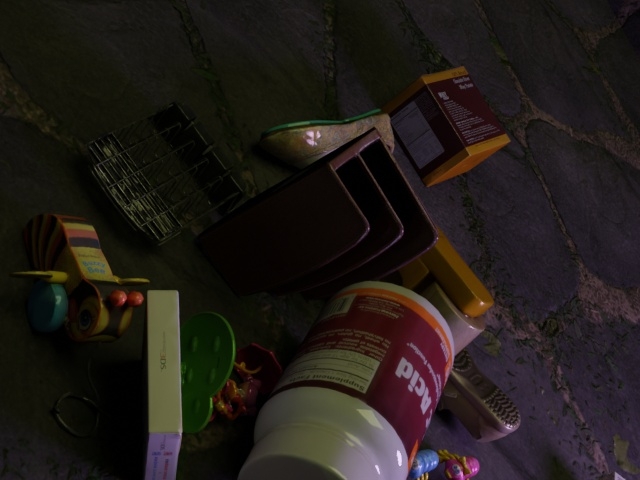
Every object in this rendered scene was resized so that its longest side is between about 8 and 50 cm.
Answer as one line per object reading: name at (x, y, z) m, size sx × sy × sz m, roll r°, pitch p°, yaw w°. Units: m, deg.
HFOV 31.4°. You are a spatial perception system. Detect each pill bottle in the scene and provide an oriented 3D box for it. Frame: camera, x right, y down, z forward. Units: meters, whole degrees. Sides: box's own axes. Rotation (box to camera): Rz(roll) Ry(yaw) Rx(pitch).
pill bottle at (0.041, 0.249, 1.628) m, size 0.224 × 0.224 × 0.392 m, roll 46°, pitch 37°, yaw -10°

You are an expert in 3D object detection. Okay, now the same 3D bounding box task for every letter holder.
letter holder at (0.000, 0.000, 1.756) m, size 0.214 × 0.302 × 0.152 m, roll 58°, pitch 40°, yaw -6°

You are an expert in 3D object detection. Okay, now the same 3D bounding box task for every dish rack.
dish rack at (-0.246, -0.102, 1.774) m, size 0.208 × 0.074 × 0.271 m, roll 52°, pitch 38°, yaw 1°

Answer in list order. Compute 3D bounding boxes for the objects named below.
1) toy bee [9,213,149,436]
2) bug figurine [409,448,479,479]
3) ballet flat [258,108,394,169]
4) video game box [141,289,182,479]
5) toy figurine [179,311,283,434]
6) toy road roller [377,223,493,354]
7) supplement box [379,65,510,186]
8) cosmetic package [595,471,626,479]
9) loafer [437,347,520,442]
toy bee at (-0.294, 0.076, 1.499) m, size 0.195 × 0.162 × 0.298 m, roll -23°, pitch 79°, yaw -55°
bug figurine at (0.221, 0.434, 1.823) m, size 0.216 × 0.072 × 0.279 m, roll -6°, pitch 68°, yaw -58°
ballet flat at (0.027, -0.171, 2.099) m, size 0.348 × 0.123 × 0.123 m, roll -17°, pitch 74°, yaw -52°
video game box at (-0.208, 0.198, 1.478) m, size 0.048 × 0.187 × 0.205 m, roll 2°, pitch 54°, yaw -13°
toy figurine at (-0.123, 0.204, 1.641) m, size 0.159 × 0.130 × 0.173 m, roll 23°, pitch 67°, yaw -47°
toy road roller at (0.157, 0.067, 1.946) m, size 0.329 × 0.202 × 0.241 m, roll 54°, pitch 21°, yaw 23°
supplement box at (0.262, -0.242, 2.389) m, size 0.191 × 0.129 × 0.194 m, roll -22°, pitch 79°, yaw -53°
cosmetic package at (0.514, 0.544, 2.056) m, size 0.060 × 0.099 × 0.239 m, roll 39°, pitch 39°, yaw -22°
loafer at (0.231, 0.250, 1.996) m, size 0.102 × 0.092 × 0.268 m, roll -9°, pitch 52°, yaw -52°
